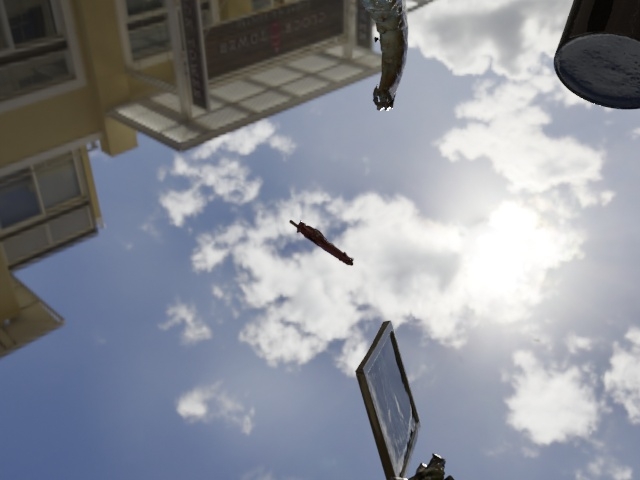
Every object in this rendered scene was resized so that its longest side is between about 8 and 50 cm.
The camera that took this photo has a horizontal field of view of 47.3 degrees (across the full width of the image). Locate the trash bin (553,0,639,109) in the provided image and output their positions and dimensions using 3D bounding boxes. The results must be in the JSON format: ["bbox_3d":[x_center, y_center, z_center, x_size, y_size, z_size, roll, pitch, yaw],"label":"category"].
[{"bbox_3d":[0.490,-0.382,1.100,0.214,0.214,0.333,16,-111,23],"label":"trash bin"}]

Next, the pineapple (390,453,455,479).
[{"bbox_3d":[0.065,0.360,0.842,0.263,0.271,0.262,27,-147,-19],"label":"pineapple"}]

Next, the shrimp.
[{"bbox_3d":[0.073,-0.252,0.908,0.049,0.166,0.161,5,171,22],"label":"shrimp"}]

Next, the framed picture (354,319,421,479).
[{"bbox_3d":[0.103,0.241,1.096,0.023,0.189,0.260,-15,-176,16],"label":"framed picture"}]

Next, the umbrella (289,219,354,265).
[{"bbox_3d":[0.000,0.000,1.198,0.025,0.027,0.165,-45,-131,-11],"label":"umbrella"}]
